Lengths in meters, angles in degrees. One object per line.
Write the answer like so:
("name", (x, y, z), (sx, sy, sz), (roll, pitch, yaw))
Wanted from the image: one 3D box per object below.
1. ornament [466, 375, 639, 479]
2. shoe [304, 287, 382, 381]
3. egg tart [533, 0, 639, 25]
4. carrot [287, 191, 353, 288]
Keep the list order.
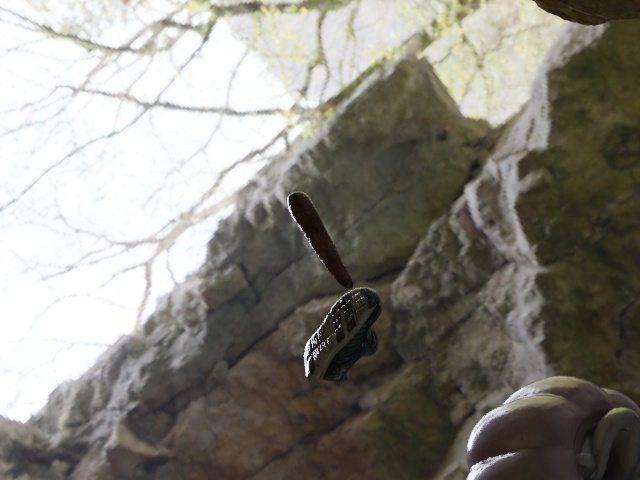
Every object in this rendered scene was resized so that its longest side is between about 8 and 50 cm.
("ornament", (0.216, 0.203, 0.783), (0.177, 0.177, 0.177), (46, -166, -15))
("shoe", (0.035, 0.117, 1.091), (0.071, 0.143, 0.063), (17, -147, -24))
("egg tart", (0.216, -0.292, 0.833), (0.279, 0.095, 0.278), (13, -126, -19))
("carrot", (0.000, 0.000, 1.277), (0.165, 0.036, 0.036), (60, -164, 16))
